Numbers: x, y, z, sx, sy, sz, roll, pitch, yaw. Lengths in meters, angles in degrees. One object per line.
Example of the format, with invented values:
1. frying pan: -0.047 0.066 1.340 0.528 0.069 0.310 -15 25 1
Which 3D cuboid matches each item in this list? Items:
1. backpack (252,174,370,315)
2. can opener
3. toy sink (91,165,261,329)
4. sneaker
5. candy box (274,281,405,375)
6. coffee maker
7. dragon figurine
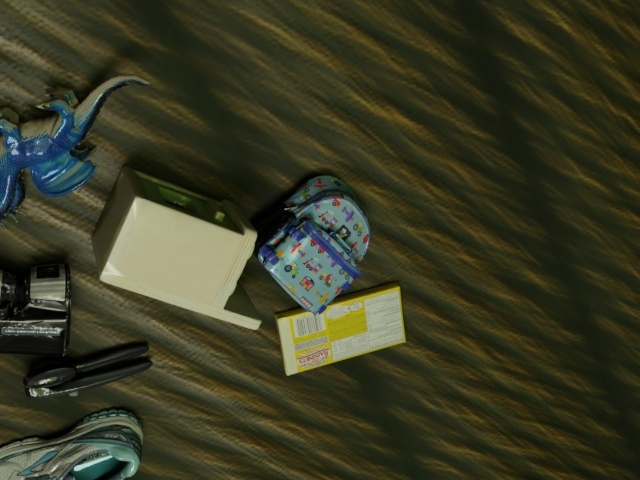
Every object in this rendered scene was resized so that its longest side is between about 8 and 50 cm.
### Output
1. backpack: 0.000 0.000 1.248 0.173 0.117 0.158 -41 119 -3
2. can opener: -0.335 0.193 1.241 0.186 0.073 0.059 -9 106 -26
3. toy sink: -0.174 0.006 1.168 0.234 0.153 0.131 22 102 -24
4. sneaker: -0.391 0.346 1.243 0.283 0.122 0.110 -27 117 -8
5. candy box: 0.034 0.140 1.364 0.205 0.027 0.105 -14 117 -13
6. coffee maker: -0.430 0.106 1.153 0.178 0.120 0.171 5 133 -20
7. dragon figurine: -0.337 -0.114 1.098 0.289 0.085 0.144 -23 119 -4
